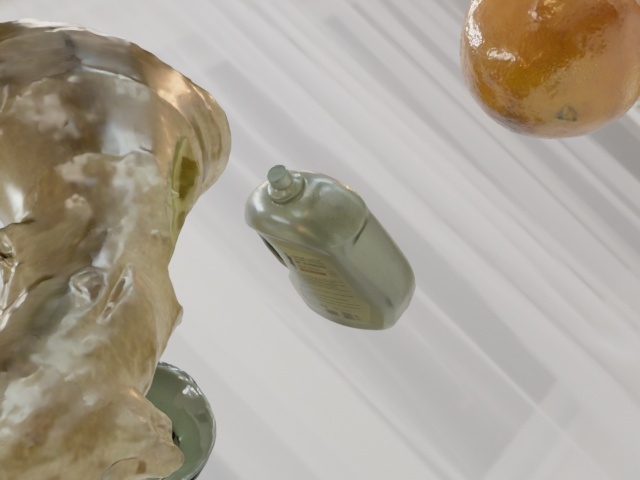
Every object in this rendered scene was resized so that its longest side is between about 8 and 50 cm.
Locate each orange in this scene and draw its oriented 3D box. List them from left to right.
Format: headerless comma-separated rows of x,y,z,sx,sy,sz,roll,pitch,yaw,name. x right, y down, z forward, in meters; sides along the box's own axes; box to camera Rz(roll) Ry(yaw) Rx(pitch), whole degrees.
0.312,-0.258,1.534,0.261,0.261,0.261,-45,-5,-5,orange

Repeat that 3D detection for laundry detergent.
0.000,0.000,1.336,0.091,0.181,0.253,-59,-41,-22,laundry detergent

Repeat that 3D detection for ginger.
-0.102,-0.003,0.426,0.086,0.131,0.294,-57,18,30,ginger

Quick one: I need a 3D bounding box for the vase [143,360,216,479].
-0.172,0.237,0.958,0.173,0.173,0.321,-41,-19,-38,vase
